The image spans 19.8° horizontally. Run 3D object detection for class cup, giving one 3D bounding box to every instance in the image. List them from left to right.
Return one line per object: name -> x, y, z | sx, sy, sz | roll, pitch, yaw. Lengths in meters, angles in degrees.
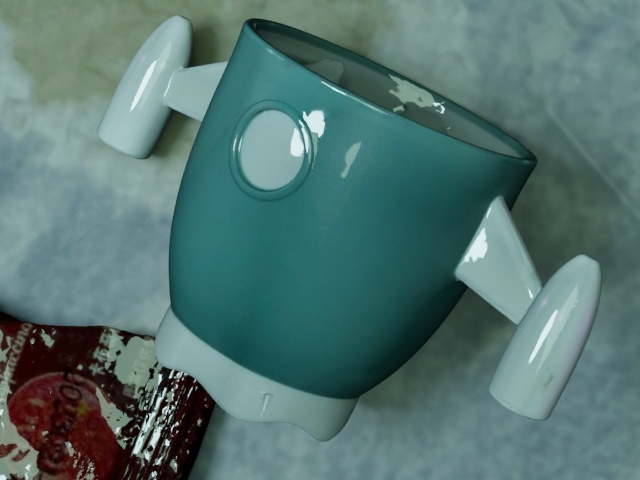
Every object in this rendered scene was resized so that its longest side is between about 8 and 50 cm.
cup -> 0.000, 0.000, 0.916 | 0.300, 0.167, 0.173 | 32, 104, 29

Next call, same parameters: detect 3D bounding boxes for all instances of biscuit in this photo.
biscuit -> -0.183, 0.095, 0.976 | 0.235, 0.063, 0.151 | 17, 81, 8
